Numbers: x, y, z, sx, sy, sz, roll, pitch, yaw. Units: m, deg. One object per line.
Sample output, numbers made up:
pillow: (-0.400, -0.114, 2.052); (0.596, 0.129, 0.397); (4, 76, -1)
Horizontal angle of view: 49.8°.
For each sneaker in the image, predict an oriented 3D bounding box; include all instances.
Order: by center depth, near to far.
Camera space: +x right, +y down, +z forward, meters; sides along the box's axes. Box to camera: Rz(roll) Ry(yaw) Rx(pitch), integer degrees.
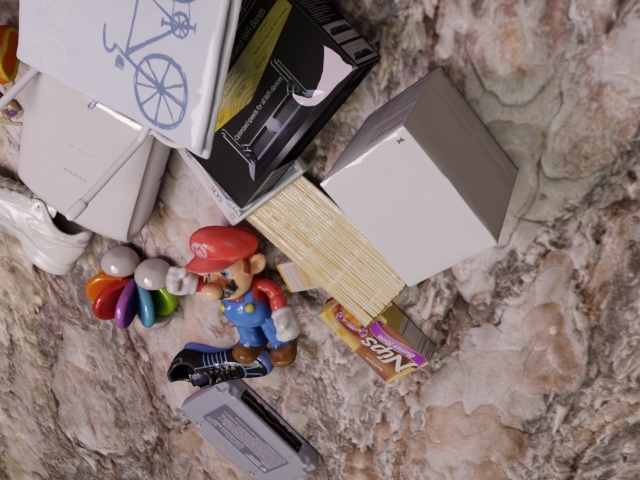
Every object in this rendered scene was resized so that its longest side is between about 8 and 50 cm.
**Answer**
sneaker: (-0.579, -0.075, 1.356); (0.305, 0.114, 0.152); (41, 116, -12)
sneaker: (-0.208, 0.266, 1.422); (0.232, 0.090, 0.082); (-3, 122, 27)

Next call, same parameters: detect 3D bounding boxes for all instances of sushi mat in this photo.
sushi mat: (0.000, 0.000, 1.141); (0.316, 0.019, 0.151); (41, 126, 7)

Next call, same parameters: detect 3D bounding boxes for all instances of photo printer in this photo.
photo printer: (-0.393, -0.151, 1.198); (0.256, 0.107, 0.308); (31, 130, 1)

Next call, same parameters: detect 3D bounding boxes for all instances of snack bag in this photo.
snack bag: (-0.240, -0.304, 0.827); (0.342, 0.037, 0.323); (27, 121, 20)

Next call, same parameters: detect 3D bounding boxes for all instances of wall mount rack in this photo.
wall mount rack: (-0.354, -0.217, 1.009); (0.350, 0.130, 0.304); (42, 125, 4)

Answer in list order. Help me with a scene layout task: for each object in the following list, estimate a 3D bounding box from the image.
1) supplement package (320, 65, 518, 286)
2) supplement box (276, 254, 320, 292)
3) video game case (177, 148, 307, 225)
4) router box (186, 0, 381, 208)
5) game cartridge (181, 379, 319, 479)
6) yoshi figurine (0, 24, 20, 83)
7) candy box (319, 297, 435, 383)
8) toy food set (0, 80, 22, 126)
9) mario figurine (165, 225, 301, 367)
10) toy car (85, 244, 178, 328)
supplement package: (0.141, -0.088, 0.936); (0.149, 0.203, 0.194); (-31, 106, 37)
supplement box: (-0.020, 0.051, 1.217); (0.098, 0.036, 0.062); (-12, 116, 32)
video game case: (-0.135, -0.137, 1.124); (0.190, 0.022, 0.173); (-33, 94, 37)
router box: (-0.100, -0.233, 0.989); (0.243, 0.081, 0.309); (48, 128, 2)
game cartridge: (-0.165, 0.433, 1.549); (0.294, 0.060, 0.196); (47, 125, -11)
yoshi figurine: (-0.694, -0.346, 1.140); (0.361, 0.203, 0.204); (0, 124, 10)
candy box: (0.101, 0.162, 1.232); (0.187, 0.053, 0.109); (47, 129, -10)
toy food set: (-0.590, -0.265, 1.263); (0.077, 0.019, 0.122); (11, 127, 18)
mario figurine: (-0.157, 0.116, 1.235); (0.198, 0.170, 0.321); (-23, 125, -2)
toy car: (-0.376, 0.111, 1.358); (0.181, 0.136, 0.159); (19, 129, 11)
